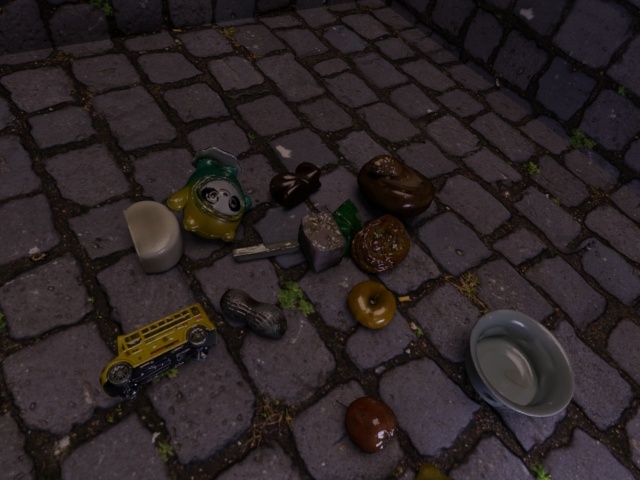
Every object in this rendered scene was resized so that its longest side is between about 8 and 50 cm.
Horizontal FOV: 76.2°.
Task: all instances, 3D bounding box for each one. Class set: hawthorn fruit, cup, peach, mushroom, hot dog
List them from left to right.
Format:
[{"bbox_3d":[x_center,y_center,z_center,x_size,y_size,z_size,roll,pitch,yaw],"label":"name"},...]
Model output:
[{"bbox_3d":[0.129,0.525,1.184,0.188,0.149,0.149,28,53,8],"label":"hawthorn fruit"},{"bbox_3d":[0.183,0.224,1.443,0.179,0.103,0.179,8,51,-9],"label":"peach"},{"bbox_3d":[0.250,0.008,1.600,0.272,0.122,0.196,-26,90,-29],"label":"hot dog"},{"bbox_3d":[0.317,-0.230,1.734,0.344,0.239,0.346,20,50,-25],"label":"mushroom"},{"bbox_3d":[0.627,0.421,1.355,0.346,0.163,0.348,6,52,-8],"label":"cup"}]

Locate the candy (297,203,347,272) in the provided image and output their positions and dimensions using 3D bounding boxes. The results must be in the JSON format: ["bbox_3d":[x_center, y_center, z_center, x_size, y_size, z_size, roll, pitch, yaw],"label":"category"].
[{"bbox_3d":[0.000,0.000,1.520,0.137,0.195,0.185,-18,64,-17],"label":"candy"}]

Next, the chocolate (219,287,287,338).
[{"bbox_3d":[-0.221,0.236,1.344,0.247,0.110,0.110,24,53,3],"label":"chocolate"}]

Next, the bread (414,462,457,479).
[{"bbox_3d":[0.307,0.740,1.099,0.160,0.088,0.233,30,56,4],"label":"bread"}]

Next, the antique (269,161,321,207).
[{"bbox_3d":[-0.101,-0.249,1.726,0.256,0.121,0.143,-39,60,-25],"label":"antique"}]

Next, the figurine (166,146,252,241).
[{"bbox_3d":[-0.404,-0.159,1.535,0.323,0.231,0.341,21,52,-32],"label":"figurine"}]

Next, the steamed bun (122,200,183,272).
[{"bbox_3d":[-0.574,-0.021,1.430,0.164,0.146,0.242,-20,61,-20],"label":"steamed bun"}]

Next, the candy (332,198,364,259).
[{"bbox_3d":[0.114,-0.045,1.596,0.141,0.203,0.078,-32,23,-23],"label":"candy"}]

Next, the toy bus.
[{"bbox_3d":[-0.479,0.321,1.201,0.329,0.144,0.152,-24,62,-28],"label":"toy bus"}]

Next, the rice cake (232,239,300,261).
[{"bbox_3d":[-0.202,0.035,1.526,0.255,0.057,0.052,-10,83,-18],"label":"rice cake"}]
